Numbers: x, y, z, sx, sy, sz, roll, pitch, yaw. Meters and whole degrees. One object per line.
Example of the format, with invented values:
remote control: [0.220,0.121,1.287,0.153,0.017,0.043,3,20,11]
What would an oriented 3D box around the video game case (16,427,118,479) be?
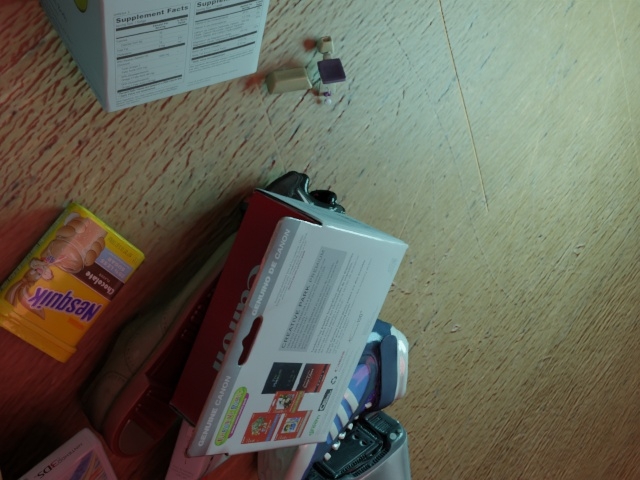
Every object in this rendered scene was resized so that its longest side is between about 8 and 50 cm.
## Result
video game case: [-0.371,0.409,0.840,0.300,0.036,0.329,-38,151,-30]

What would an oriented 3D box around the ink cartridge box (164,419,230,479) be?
ink cartridge box: [-0.169,0.338,1.008,0.181,0.056,0.225,4,102,-75]

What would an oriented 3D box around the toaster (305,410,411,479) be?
toaster: [0.060,0.414,1.200,0.227,0.129,0.147,-30,120,-26]

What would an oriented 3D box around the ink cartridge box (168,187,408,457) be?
ink cartridge box: [-0.058,0.105,0.879,0.271,0.130,0.310,14,101,-53]

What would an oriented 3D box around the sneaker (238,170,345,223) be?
sneaker: [0.000,0.000,1.060,0.135,0.097,0.276,-48,123,-11]

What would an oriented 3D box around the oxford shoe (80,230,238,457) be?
oxford shoe: [-0.202,0.112,0.930,0.348,0.130,0.123,-53,145,-14]

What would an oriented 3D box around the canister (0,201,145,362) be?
canister: [-0.322,0.051,0.870,0.126,0.073,0.170,44,76,-35]

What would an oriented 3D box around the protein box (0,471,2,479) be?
protein box: [-0.482,0.211,0.741,0.201,0.136,0.200,-15,103,-36]

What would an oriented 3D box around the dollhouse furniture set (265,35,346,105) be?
dollhouse furniture set: [-0.029,-0.242,1.030,0.114,0.091,0.081,-11,153,-9]

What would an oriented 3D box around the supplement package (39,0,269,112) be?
supplement package: [-0.178,-0.316,0.715,0.198,0.199,0.263,-23,156,-27]

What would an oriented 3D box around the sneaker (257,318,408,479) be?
sneaker: [0.048,0.286,1.152,0.236,0.130,0.323,20,86,-32]
